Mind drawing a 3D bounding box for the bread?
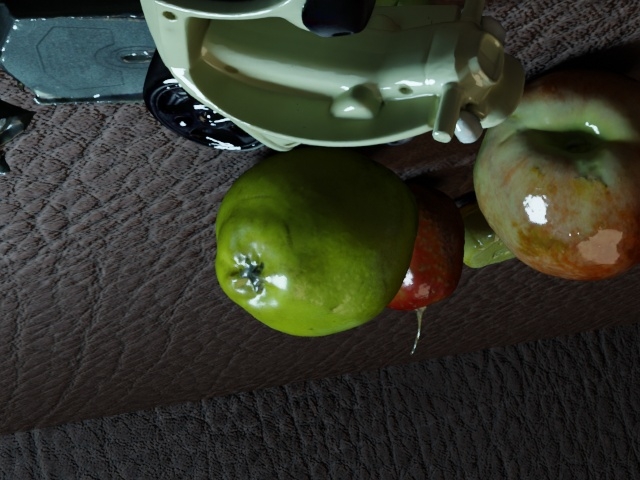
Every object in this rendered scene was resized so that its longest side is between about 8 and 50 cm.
[{"bbox_3d":[0.256,-0.027,2.011,0.156,0.086,0.125,-15,160,-8],"label":"bread"}]

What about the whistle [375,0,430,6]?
[{"bbox_3d":[0.020,-0.193,1.081,0.085,0.105,0.227,-44,158,12],"label":"whistle"}]

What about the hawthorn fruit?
[{"bbox_3d":[0.118,0.032,1.857,0.163,0.203,0.162,-16,168,-4],"label":"hawthorn fruit"}]

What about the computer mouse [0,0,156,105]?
[{"bbox_3d":[-0.150,-0.163,1.108,0.231,0.071,0.126,-3,153,1],"label":"computer mouse"}]

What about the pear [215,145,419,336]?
[{"bbox_3d":[0.000,0.000,1.607,0.212,0.212,0.269,-25,179,40],"label":"pear"}]

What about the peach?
[{"bbox_3d":[0.280,-0.063,1.594,0.232,0.232,0.256,-15,155,5],"label":"peach"}]

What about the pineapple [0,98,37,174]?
[{"bbox_3d":[-0.300,-0.104,1.099,0.111,0.119,0.237,-46,167,-4],"label":"pineapple"}]

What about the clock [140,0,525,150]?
[{"bbox_3d":[-0.016,-0.159,0.907,0.277,0.120,0.379,9,157,16],"label":"clock"}]

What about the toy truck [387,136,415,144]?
[{"bbox_3d":[0.024,-0.158,1.233,0.216,0.110,0.116,-1,149,-39],"label":"toy truck"}]
